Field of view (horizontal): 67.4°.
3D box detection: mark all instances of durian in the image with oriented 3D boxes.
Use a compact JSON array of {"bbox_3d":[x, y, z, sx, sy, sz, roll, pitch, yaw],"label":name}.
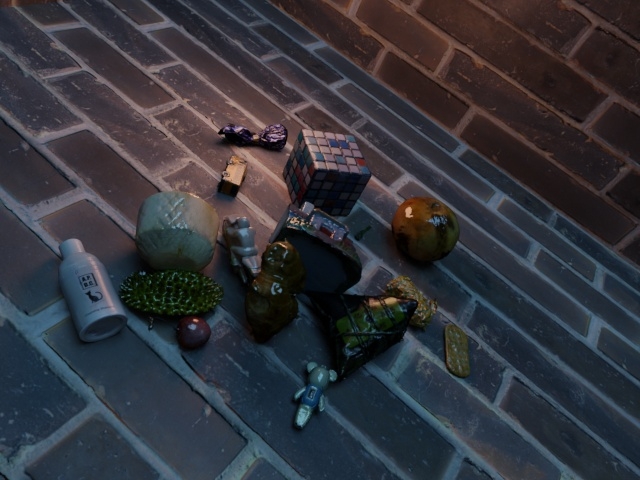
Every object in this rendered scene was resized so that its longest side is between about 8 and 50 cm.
[{"bbox_3d":[-0.496,0.181,1.624,0.352,0.169,0.158,6,73,-21],"label":"durian"}]

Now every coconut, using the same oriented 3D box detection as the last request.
[{"bbox_3d":[-0.503,-0.038,1.709,0.329,0.328,0.328,15,45,-15],"label":"coconut"}]

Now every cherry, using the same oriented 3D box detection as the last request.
[{"bbox_3d":[-0.452,0.295,1.544,0.226,0.090,0.106,10,84,-40],"label":"cherry"}]

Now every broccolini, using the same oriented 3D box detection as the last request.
[{"bbox_3d":[0.208,-0.038,2.276,0.035,0.030,0.140,49,41,8],"label":"broccolini"}]

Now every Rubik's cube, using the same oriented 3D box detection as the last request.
[{"bbox_3d":[0.023,-0.312,2.238,0.293,0.286,0.291,0,52,-28],"label":"Rubik's cube"}]

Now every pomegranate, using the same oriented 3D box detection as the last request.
[{"bbox_3d":[0.493,-0.056,2.258,0.323,0.322,0.322,15,45,-15],"label":"pomegranate"}]

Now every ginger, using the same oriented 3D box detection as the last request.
[{"bbox_3d":[-0.155,0.187,1.687,0.153,0.274,0.357,14,74,16],"label":"ginger"}]

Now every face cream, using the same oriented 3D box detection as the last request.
[{"bbox_3d":[-0.749,0.129,1.520,0.146,0.145,0.369,-17,60,-38],"label":"face cream"}]

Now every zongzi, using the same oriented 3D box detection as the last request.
[{"bbox_3d":[0.131,0.281,1.803,0.384,0.319,0.362,-26,66,-22],"label":"zongzi"}]

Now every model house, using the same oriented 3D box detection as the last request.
[{"bbox_3d":[0.000,0.000,1.921,0.360,0.297,0.339,30,40,-9],"label":"model house"}]

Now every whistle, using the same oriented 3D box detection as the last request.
[{"bbox_3d":[-0.028,0.517,1.600,0.114,0.077,0.235,23,49,6],"label":"whistle"}]

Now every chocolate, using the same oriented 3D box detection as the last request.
[{"bbox_3d":[-0.340,-0.513,2.369,0.344,0.126,0.148,-6,15,-29],"label":"chocolate"}]

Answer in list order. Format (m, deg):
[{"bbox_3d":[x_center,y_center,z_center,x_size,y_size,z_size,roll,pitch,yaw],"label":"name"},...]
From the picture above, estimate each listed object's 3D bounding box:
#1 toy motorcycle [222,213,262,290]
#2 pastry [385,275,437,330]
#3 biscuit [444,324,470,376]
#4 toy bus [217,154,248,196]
[{"bbox_3d":[-0.296,0.015,1.816,0.108,0.222,0.340,-8,57,-30],"label":"toy motorcycle"},{"bbox_3d":[0.392,0.261,2.037,0.154,0.102,0.250,-18,58,-40],"label":"pastry"},{"bbox_3d":[0.572,0.457,2.003,0.119,0.029,0.247,21,44,-10],"label":"biscuit"},{"bbox_3d":[-0.388,-0.290,2.143,0.103,0.091,0.182,20,46,-13],"label":"toy bus"}]
